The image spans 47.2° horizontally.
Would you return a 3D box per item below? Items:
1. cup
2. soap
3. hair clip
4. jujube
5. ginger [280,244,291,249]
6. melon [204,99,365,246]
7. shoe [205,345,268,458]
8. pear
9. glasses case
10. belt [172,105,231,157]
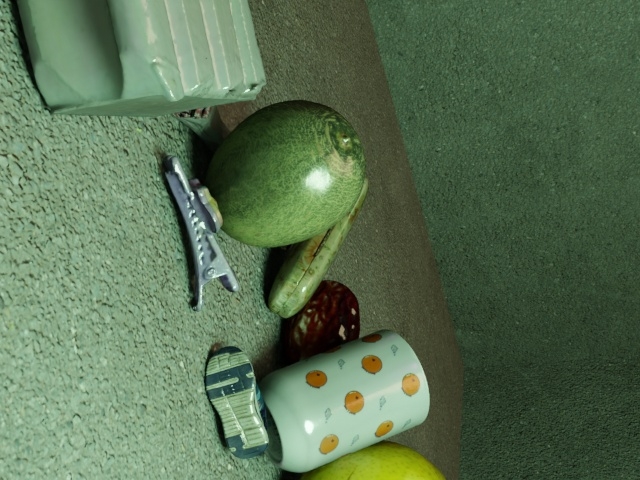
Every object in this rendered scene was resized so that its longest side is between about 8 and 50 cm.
[{"bbox_3d":[0.032,0.327,1.477,0.317,0.212,0.212,-16,100,-27],"label":"cup"},{"bbox_3d":[-0.272,-0.402,1.062,0.350,0.212,0.435,-32,113,-67],"label":"soap"},{"bbox_3d":[-0.209,-0.018,1.292,0.137,0.090,0.279,-151,-130,-70],"label":"hair clip"},{"bbox_3d":[0.009,0.216,1.681,0.183,0.183,0.243,61,42,-47],"label":"jujube"},{"bbox_3d":[-0.076,-0.071,1.701,0.333,0.080,0.166,-38,131,-65],"label":"ginger"},{"bbox_3d":[-0.070,-0.116,1.330,0.248,0.329,0.249,31,47,-40],"label":"melon"},{"bbox_3d":[-0.152,0.295,1.354,0.106,0.091,0.207,-126,-158,-83],"label":"shoe"},{"bbox_3d":[0.096,0.608,1.491,0.418,0.362,0.362,-45,129,-35],"label":"pear"},{"bbox_3d":[0.000,0.000,1.689,0.425,0.098,0.156,-60,-177,-38],"label":"glasses case"},{"bbox_3d":[-0.205,-0.207,1.395,0.232,0.071,0.053,48,46,-58],"label":"belt"}]
